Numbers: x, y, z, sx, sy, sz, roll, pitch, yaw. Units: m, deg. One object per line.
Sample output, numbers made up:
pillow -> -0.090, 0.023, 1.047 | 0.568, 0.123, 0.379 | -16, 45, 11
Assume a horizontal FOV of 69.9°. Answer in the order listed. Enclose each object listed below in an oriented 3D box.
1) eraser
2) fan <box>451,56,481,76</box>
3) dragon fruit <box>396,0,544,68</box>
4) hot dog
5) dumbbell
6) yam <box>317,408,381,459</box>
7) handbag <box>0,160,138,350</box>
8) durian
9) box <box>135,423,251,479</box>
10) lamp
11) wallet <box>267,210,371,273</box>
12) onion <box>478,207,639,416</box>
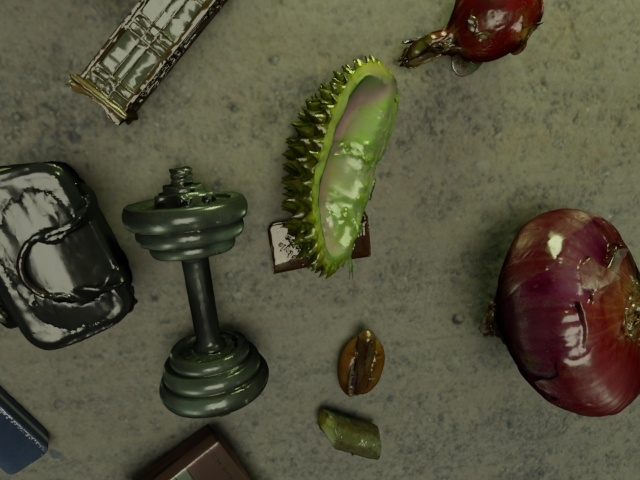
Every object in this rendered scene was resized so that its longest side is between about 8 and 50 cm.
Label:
eraser -> -0.554, 0.287, 0.756 | 0.082, 0.036, 0.225 | -34, 108, -1
fan -> 0.249, -0.319, 0.772 | 0.060, 0.003, 0.080 | -9, 106, -9
dragon fruit -> 0.233, -0.329, 0.714 | 0.246, 0.125, 0.125 | -20, 114, 4
hot dog -> 0.079, 0.228, 0.853 | 0.090, 0.060, 0.140 | 14, 98, -19
dumbbell -> -0.182, 0.090, 0.705 | 0.179, 0.179, 0.405 | -8, 105, -9
yam -> 0.056, 0.376, 0.882 | 0.147, 0.070, 0.069 | 22, 99, -17
handbag -> -0.376, 0.016, 0.635 | 0.181, 0.181, 0.254 | -25, 107, -17
durian -> 0.028, -0.113, 0.698 | 0.170, 0.157, 0.355 | 11, 95, -18
box -> -0.223, 0.479, 0.820 | 0.215, 0.086, 0.215 | -35, 110, -18
lamp -> -0.208, -0.313, 0.640 | 0.090, 0.089, 0.325 | 39, 94, -18
wallet -> 0.000, 0.000, 0.795 | 0.176, 0.026, 0.095 | -8, 104, -9
onion -> 0.414, 0.124, 0.807 | 0.348, 0.286, 0.347 | 15, 68, -40
